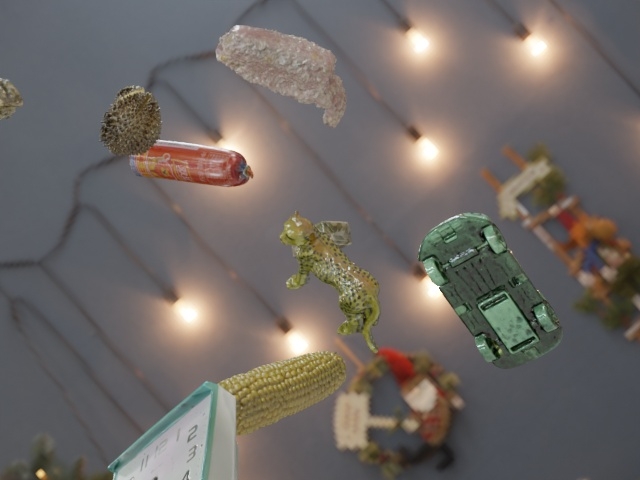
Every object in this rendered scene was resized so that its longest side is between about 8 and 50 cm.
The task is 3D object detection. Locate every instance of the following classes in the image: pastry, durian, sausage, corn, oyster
[{"bbox_3d":[-0.059,-0.316,2.392,0.112,0.265,0.103,-55,9,45],"label":"pastry"},{"bbox_3d":[-0.327,-0.187,2.177,0.071,0.110,0.140,-13,-28,-50],"label":"durian"},{"bbox_3d":[-0.228,-0.139,2.407,0.274,0.074,0.074,8,33,34],"label":"sausage"},{"bbox_3d":[-0.067,0.232,2.051,0.260,0.091,0.091,-18,-18,-40],"label":"corn"},{"bbox_3d":[-0.604,-0.242,2.311,0.056,0.177,0.105,-41,-42,-81],"label":"oyster"}]

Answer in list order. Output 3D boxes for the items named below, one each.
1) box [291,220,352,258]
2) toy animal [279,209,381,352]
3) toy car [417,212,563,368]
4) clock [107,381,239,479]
[{"bbox_3d":[0.000,0.000,2.217,0.062,0.045,0.098,2,-19,-42],"label":"box"},{"bbox_3d":[0.024,0.053,1.691,0.073,0.181,0.136,-37,-18,-21],"label":"toy animal"},{"bbox_3d":[0.280,0.071,2.197,0.136,0.306,0.125,-30,22,17],"label":"toy car"},{"bbox_3d":[-0.206,0.366,1.880,0.262,0.116,0.231,-41,29,32],"label":"clock"}]
